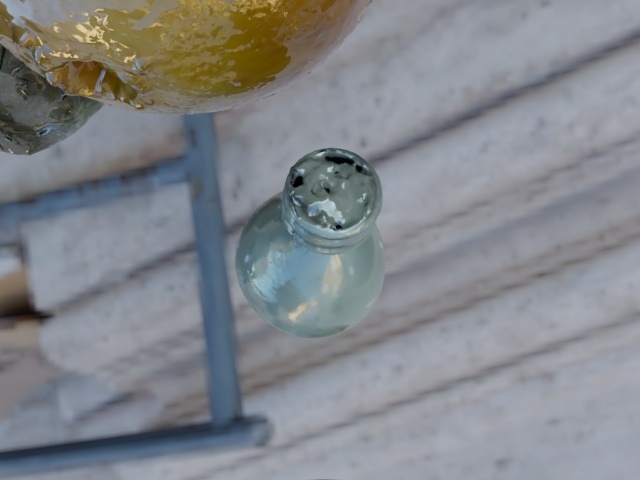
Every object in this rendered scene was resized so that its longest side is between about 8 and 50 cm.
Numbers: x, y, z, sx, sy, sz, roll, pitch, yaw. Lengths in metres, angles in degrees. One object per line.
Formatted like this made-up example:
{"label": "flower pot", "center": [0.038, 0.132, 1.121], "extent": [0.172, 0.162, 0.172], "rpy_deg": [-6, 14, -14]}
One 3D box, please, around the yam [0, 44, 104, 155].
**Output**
{"label": "yam", "center": [-0.309, -0.241, 1.642], "extent": [0.241, 0.241, 0.348], "rpy_deg": [-14, 147, 13]}

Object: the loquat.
{"label": "loquat", "center": [-0.098, -0.243, 1.283], "extent": [0.328, 0.328, 0.328], "rpy_deg": [-9, 161, -3]}

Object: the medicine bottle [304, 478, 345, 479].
{"label": "medicine bottle", "center": [0.006, 0.395, 1.626], "extent": [0.208, 0.340, 0.208], "rpy_deg": [10, -165, -3]}

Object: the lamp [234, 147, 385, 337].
{"label": "lamp", "center": [0.000, 0.000, 1.265], "extent": [0.106, 0.106, 0.193], "rpy_deg": [-6, 162, -11]}
